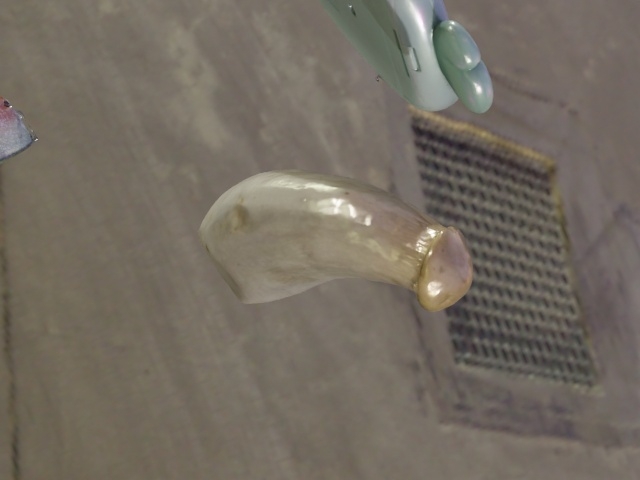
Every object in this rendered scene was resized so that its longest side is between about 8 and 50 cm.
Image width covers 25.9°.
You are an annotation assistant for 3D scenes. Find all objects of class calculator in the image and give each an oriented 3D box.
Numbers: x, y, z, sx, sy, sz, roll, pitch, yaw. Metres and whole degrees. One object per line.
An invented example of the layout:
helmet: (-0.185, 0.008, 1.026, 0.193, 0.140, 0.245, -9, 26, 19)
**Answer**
calculator: (0.042, -0.199, 1.115, 0.299, 0.041, 0.185, 51, -11, 40)

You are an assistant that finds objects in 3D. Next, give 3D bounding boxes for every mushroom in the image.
mushroom: (0.000, 0.000, 1.043, 0.118, 0.270, 0.103, 45, 68, -26)

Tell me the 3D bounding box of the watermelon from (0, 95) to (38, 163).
watermelon: (-0.425, -0.145, 1.265, 0.262, 0.213, 0.201, -6, 94, -62)
